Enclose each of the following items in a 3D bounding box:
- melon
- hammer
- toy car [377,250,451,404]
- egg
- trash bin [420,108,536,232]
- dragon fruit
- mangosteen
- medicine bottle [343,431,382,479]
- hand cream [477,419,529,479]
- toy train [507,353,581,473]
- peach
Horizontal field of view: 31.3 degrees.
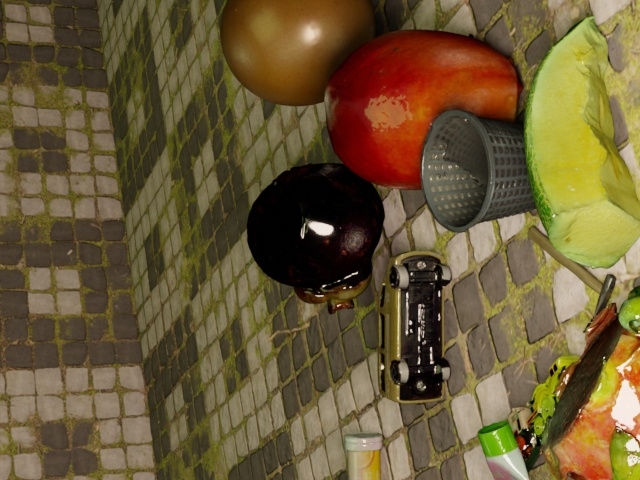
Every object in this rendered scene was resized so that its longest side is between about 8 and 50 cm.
[{"bbox_3d":[0.340,-0.139,1.520,0.124,0.196,0.323,-16,62,28],"label":"melon"},{"bbox_3d":[0.349,0.034,1.615,0.199,0.013,0.062,-131,47,-54],"label":"hammer"},{"bbox_3d":[0.151,0.144,1.933,0.124,0.101,0.256,-175,85,-68],"label":"toy car"},{"bbox_3d":[-0.045,-0.391,2.140,0.351,0.283,0.282,169,100,-69],"label":"egg"},{"bbox_3d":[0.254,-0.100,1.640,0.175,0.161,0.175,9,100,60],"label":"trash bin"},{"bbox_3d":[0.365,0.184,1.381,0.268,0.130,0.295,-56,-10,-38],"label":"dragon fruit"},{"bbox_3d":[-0.003,-0.002,2.108,0.288,0.233,0.287,0,91,43],"label":"mangosteen"},{"bbox_3d":[0.083,0.468,2.112,0.074,0.074,0.218,176,92,-65],"label":"medicine bottle"},{"bbox_3d":[0.294,0.395,1.633,0.079,0.050,0.275,-169,58,-89],"label":"hand cream"},{"bbox_3d":[0.314,0.261,1.646,0.249,0.053,0.085,117,151,-46],"label":"toy train"},{"bbox_3d":[0.177,-0.211,1.820,0.338,0.281,0.281,-2,87,30],"label":"peach"}]
